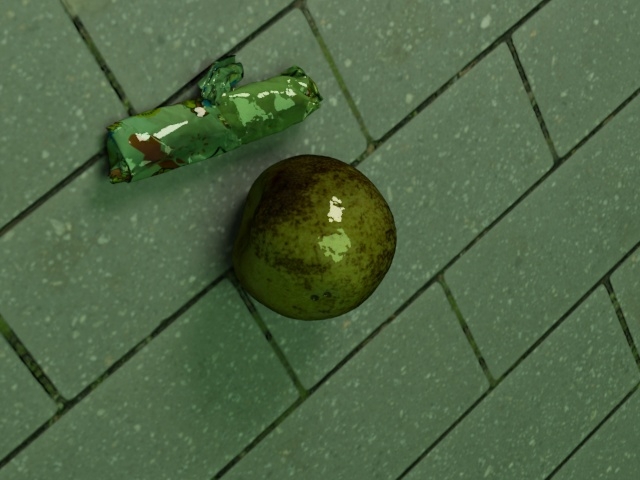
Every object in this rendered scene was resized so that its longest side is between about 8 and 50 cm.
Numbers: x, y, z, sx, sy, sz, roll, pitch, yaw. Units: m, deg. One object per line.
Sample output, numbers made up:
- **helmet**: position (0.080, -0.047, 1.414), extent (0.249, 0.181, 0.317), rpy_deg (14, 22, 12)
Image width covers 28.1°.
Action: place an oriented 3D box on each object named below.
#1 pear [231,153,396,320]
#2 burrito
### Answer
- **pear**: position (0.000, 0.000, 1.474), extent (0.197, 0.197, 0.197), rpy_deg (-12, 111, -33)
- **burrito**: position (-0.121, -0.147, 1.439), extent (0.288, 0.054, 0.104), rpy_deg (-21, 114, -28)
